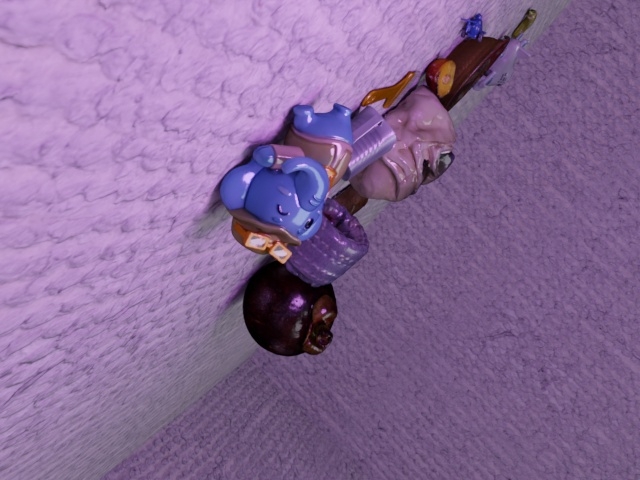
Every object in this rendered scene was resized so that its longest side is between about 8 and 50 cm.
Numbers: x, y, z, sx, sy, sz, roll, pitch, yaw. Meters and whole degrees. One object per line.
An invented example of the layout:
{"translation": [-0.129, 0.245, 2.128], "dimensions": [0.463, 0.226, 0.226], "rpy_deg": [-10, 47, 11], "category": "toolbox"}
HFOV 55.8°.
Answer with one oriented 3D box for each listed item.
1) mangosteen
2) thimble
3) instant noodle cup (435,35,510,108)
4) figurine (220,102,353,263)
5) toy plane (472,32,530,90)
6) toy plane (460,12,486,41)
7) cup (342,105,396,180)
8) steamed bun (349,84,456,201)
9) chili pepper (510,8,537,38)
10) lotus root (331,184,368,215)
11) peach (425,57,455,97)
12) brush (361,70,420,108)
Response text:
{"translation": [-0.075, 0.192, 1.758], "dimensions": [0.293, 0.297, 0.297], "rpy_deg": [-14, -168, 31], "category": "mangosteen"}
{"translation": [0.000, 0.000, 1.548], "dimensions": [0.172, 0.205, 0.236], "rpy_deg": [-44, -161, 20], "category": "thimble"}
{"translation": [0.385, -0.464, 1.633], "dimensions": [0.274, 0.090, 0.274], "rpy_deg": [-45, 174, -6], "category": "instant noodle cup"}
{"translation": [-0.052, -0.097, 0.937], "dimensions": [0.180, 0.153, 0.262], "rpy_deg": [-14, 131, -62], "category": "figurine"}
{"translation": [0.654, -0.641, 2.180], "dimensions": [0.267, 0.122, 0.267], "rpy_deg": [-45, 176, -4], "category": "toy plane"}
{"translation": [0.364, -0.510, 1.439], "dimensions": [0.167, 0.054, 0.062], "rpy_deg": [-37, 143, -61], "category": "toy plane"}
{"translation": [0.080, -0.200, 1.216], "dimensions": [0.129, 0.095, 0.128], "rpy_deg": [-39, 174, -14], "category": "cup"}
{"translation": [0.231, -0.228, 1.593], "dimensions": [0.275, 0.206, 0.320], "rpy_deg": [-43, 177, -42], "category": "steamed bun"}
{"translation": [0.753, -0.793, 2.232], "dimensions": [0.049, 0.043, 0.208], "rpy_deg": [-58, 177, -13], "category": "chili pepper"}
{"translation": [0.061, -0.088, 1.898], "dimensions": [0.329, 0.078, 0.167], "rpy_deg": [-41, 170, -44], "category": "lotus root"}
{"translation": [0.289, -0.403, 1.489], "dimensions": [0.098, 0.061, 0.098], "rpy_deg": [-33, 137, -37], "category": "peach"}
{"translation": [0.147, -0.321, 1.318], "dimensions": [0.103, 0.013, 0.272], "rpy_deg": [-51, 172, 31], "category": "brush"}
